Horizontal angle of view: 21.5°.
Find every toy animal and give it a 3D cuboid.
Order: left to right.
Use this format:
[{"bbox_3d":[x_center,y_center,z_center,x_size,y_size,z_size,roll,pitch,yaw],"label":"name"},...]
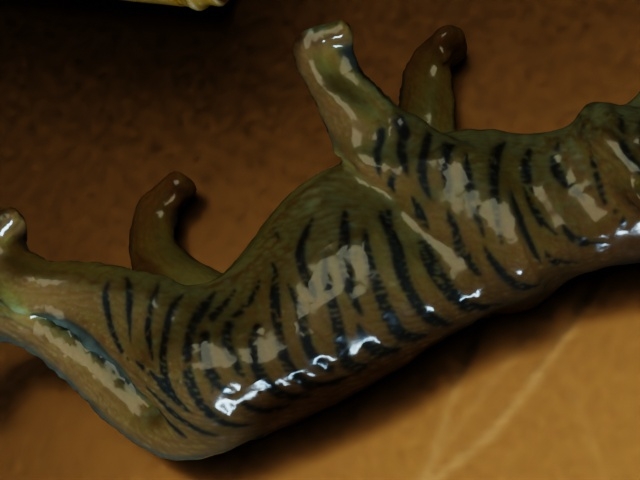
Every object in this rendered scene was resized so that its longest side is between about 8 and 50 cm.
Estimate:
[{"bbox_3d":[0.000,0.000,0.480,0.241,0.057,0.099,-28,68,1],"label":"toy animal"}]

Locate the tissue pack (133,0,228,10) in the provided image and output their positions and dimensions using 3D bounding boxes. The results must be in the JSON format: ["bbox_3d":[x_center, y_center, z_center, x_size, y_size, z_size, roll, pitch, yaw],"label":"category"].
[{"bbox_3d":[-0.152,-0.192,0.535,0.274,0.145,0.194,9,75,14],"label":"tissue pack"}]
